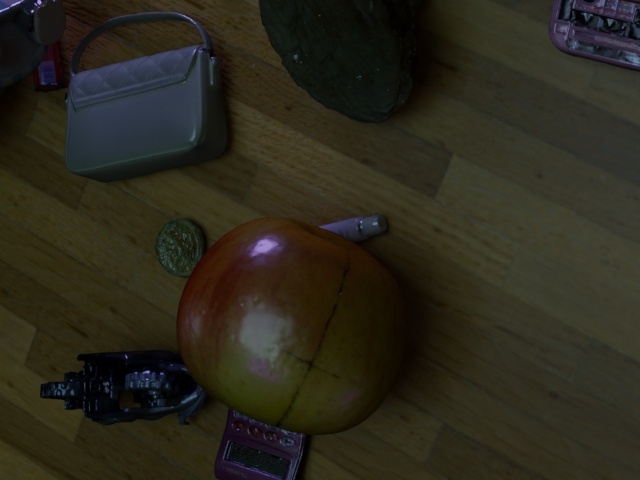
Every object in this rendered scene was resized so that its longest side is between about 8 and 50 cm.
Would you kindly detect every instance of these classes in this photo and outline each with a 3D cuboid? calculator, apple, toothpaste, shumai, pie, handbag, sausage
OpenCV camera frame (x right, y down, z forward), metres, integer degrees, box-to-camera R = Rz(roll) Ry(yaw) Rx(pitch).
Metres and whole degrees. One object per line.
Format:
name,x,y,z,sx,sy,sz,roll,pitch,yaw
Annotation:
calculator,-0.068,0.243,1.941,0.127,0.034,0.190,15,95,28
apple,-0.031,0.100,1.770,0.286,0.286,0.233,23,95,26
toothpaste,0.000,0.000,1.888,0.190,0.031,0.048,-16,89,32
shumai,0.063,-0.291,1.791,0.222,0.204,0.272,33,143,25
pie,-0.190,0.009,1.997,0.084,0.021,0.084,5,100,31
handbag,-0.240,-0.201,1.984,0.256,0.079,0.219,-8,79,29
sausage,-0.392,-0.285,2.076,0.050,0.048,0.145,170,92,-67

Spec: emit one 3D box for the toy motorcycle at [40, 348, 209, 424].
toy motorcycle,-0.254,0.199,1.990,0.270,0.159,0.106,-9,79,45

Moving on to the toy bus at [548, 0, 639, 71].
toy bus,0.358,-0.236,1.655,0.203,0.063,0.090,18,105,29

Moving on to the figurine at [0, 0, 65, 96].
figurine,-0.494,-0.229,2.053,0.361,0.266,0.377,34,145,35
